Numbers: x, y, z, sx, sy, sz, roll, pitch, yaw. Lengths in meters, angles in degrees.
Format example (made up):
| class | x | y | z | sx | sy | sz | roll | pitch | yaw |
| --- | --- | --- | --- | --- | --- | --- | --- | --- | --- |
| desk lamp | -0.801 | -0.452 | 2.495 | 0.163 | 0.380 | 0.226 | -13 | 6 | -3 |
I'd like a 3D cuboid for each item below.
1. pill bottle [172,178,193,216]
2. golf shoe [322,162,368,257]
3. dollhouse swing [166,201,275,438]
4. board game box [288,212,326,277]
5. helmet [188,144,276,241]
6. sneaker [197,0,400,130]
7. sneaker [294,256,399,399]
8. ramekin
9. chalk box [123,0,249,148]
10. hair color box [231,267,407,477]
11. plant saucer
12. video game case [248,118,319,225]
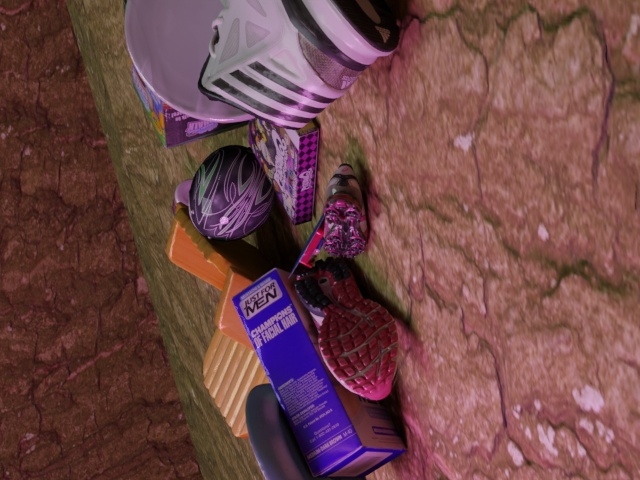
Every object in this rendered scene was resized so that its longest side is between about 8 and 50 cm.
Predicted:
| class | x | y | z | sx | sy | sz | roll | pitch | yaw |
| --- | --- | --- | --- | --- | --- | --- | --- | --- | --- |
| pill bottle | -0.316 | -0.086 | 2.544 | 0.086 | 0.086 | 0.152 | 67 | 162 | 12 |
| golf shoe | 0.041 | -0.039 | 1.579 | 0.186 | 0.068 | 0.086 | 92 | -174 | -60 |
| dollhouse swing | -0.212 | 0.166 | 2.074 | 0.315 | 0.305 | 0.347 | 33 | -172 | -34 |
| board game box | 0.000 | 0.000 | 1.683 | 0.033 | 0.133 | 0.168 | 28 | 160 | -2 |
| helmet | -0.162 | -0.084 | 1.937 | 0.161 | 0.169 | 0.169 | -99 | 1 | -55 |
| sneaker | -0.108 | -0.331 | 1.335 | 0.257 | 0.169 | 0.447 | -42 | 63 | 28 |
| sneaker | 0.056 | 0.143 | 1.636 | 0.299 | 0.121 | 0.112 | -115 | -1 | -54 |
| ramekin | -0.128 | -0.294 | 1.485 | 0.127 | 0.273 | 0.272 | 16 | -126 | -84 |
| chalk box | -0.241 | -0.303 | 1.932 | 0.179 | 0.180 | 0.289 | 60 | 159 | 30 |
| hair color box | -0.002 | 0.223 | 1.756 | 0.185 | 0.110 | 0.339 | 23 | -146 | -60 |
| plant saucer | -0.007 | 0.364 | 1.728 | 0.317 | 0.044 | 0.317 | 49 | -162 | -21 |
| video game case | -0.066 | -0.173 | 1.768 | 0.232 | 0.042 | 0.210 | 95 | 151 | -54 |
